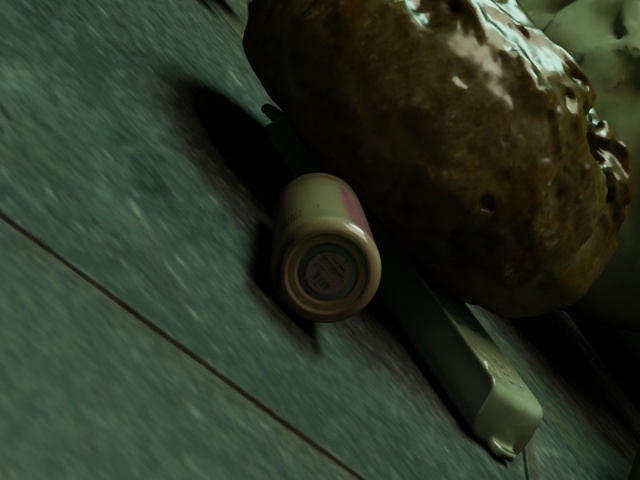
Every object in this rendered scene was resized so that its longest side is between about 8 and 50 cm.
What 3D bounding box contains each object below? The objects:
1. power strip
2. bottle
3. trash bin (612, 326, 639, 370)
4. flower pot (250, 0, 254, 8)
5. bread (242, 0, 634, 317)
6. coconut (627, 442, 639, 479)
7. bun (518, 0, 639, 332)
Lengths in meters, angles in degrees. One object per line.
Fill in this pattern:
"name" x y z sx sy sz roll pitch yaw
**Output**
"power strip" 0.035 0.009 0.914 0.060 0.027 0.253 32 19 -55
"bottle" 0.000 0.000 0.768 0.045 0.045 0.096 45 9 -14
"trash bin" 0.361 0.058 1.492 0.296 0.256 0.368 44 17 -42
"flower pot" 0.019 -0.158 1.274 0.089 0.111 0.111 58 8 -17
"bread" 0.065 -0.069 0.915 0.230 0.123 0.230 44 10 -9
"coconut" 0.254 0.120 0.711 0.323 0.323 0.323 45 11 -11
"bun" 0.249 -0.101 1.265 0.365 0.365 0.219 56 -31 36
